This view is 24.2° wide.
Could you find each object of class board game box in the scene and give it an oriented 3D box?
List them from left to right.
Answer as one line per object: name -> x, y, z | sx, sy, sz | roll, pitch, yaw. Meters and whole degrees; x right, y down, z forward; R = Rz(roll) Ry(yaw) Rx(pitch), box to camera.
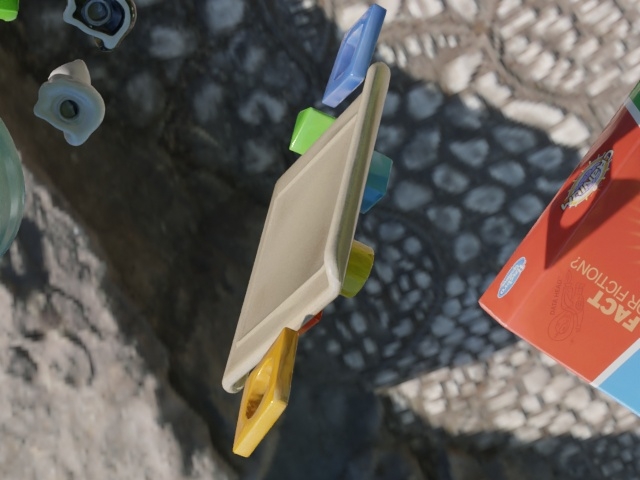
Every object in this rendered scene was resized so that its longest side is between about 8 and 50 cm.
board game box -> 0.312, -0.010, 1.151 | 0.242, 0.064, 0.316 | 33, 96, -18

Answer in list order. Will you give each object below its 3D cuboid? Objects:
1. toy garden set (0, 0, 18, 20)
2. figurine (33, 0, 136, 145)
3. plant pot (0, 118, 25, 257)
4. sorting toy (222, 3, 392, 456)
toy garden set -> -0.445, -0.336, 1.605 | 0.244, 0.203, 0.049 | 7, 154, -18
figurine -> -0.317, -0.253, 2.004 | 0.092, 0.209, 0.215 | 17, 104, -13
plant pot -> -0.510, -0.044, 1.687 | 0.293, 0.196, 0.293 | 6, 114, 13
sorting toy -> 0.000, 0.000, 1.025 | 0.047, 0.347, 0.196 | 23, 145, -13
